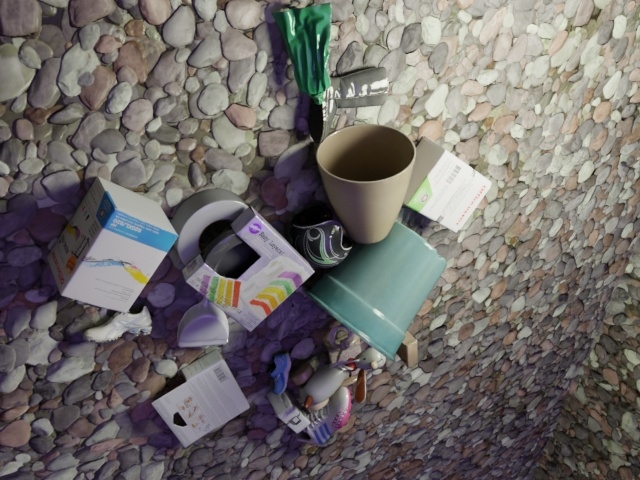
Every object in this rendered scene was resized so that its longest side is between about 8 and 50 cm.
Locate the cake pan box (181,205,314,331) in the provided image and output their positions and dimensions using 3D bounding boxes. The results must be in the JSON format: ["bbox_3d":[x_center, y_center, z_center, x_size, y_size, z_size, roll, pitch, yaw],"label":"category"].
[{"bbox_3d":[-0.186,0.076,1.556,0.245,0.070,0.267,-43,125,0],"label":"cake pan box"}]

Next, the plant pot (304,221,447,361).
[{"bbox_3d":[0.183,0.128,1.816,0.334,0.341,0.341,-53,135,-4],"label":"plant pot"}]

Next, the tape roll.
[{"bbox_3d":[-0.272,-0.022,1.551,0.219,0.072,0.219,-17,129,-23],"label":"tape roll"}]

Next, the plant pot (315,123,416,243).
[{"bbox_3d":[0.127,-0.130,1.635,0.256,0.256,0.274,-25,136,-18],"label":"plant pot"}]

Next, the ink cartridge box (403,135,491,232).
[{"bbox_3d":[0.372,-0.167,1.860,0.272,0.115,0.198,23,106,-42],"label":"ink cartridge box"}]

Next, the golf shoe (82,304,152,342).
[{"bbox_3d":[-0.529,0.212,1.560,0.176,0.069,0.086,-9,105,-33],"label":"golf shoe"}]

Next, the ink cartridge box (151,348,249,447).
[{"bbox_3d":[-0.368,0.490,1.855,0.238,0.060,0.275,-29,133,-13],"label":"ink cartridge box"}]

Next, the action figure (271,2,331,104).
[{"bbox_3d":[-0.024,-0.431,1.413,0.137,0.063,0.232,-3,122,13],"label":"action figure"}]

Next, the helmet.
[{"bbox_3d":[0.000,0.000,1.693,0.169,0.169,0.162,-25,120,-18],"label":"helmet"}]

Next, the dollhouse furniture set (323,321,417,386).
[{"bbox_3d":[0.139,0.392,2.055,0.355,0.174,0.303,-24,131,-19],"label":"dollhouse furniture set"}]

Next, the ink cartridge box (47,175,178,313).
[{"bbox_3d":[-0.475,0.013,1.367,0.168,0.171,0.233,27,103,-43],"label":"ink cartridge box"}]

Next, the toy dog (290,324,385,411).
[{"bbox_3d":[0.047,0.457,1.972,0.220,0.161,0.334,39,109,-11],"label":"toy dog"}]

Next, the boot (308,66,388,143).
[{"bbox_3d":[0.075,-0.353,1.567,0.208,0.076,0.190,-16,131,-34],"label":"boot"}]

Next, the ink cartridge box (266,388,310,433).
[{"bbox_3d":[-0.111,0.574,2.055,0.063,0.109,0.150,-37,134,-3],"label":"ink cartridge box"}]

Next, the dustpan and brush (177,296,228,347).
[{"bbox_3d":[-0.325,0.203,1.694,0.147,0.060,0.211,0,127,-20],"label":"dustpan and brush"}]

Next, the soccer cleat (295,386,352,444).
[{"bbox_3d":[0.005,0.631,2.134,0.143,0.116,0.331,7,133,-19],"label":"soccer cleat"}]

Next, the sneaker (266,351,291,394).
[{"bbox_3d":[-0.144,0.436,1.983,0.073,0.063,0.162,3,115,-16],"label":"sneaker"}]
